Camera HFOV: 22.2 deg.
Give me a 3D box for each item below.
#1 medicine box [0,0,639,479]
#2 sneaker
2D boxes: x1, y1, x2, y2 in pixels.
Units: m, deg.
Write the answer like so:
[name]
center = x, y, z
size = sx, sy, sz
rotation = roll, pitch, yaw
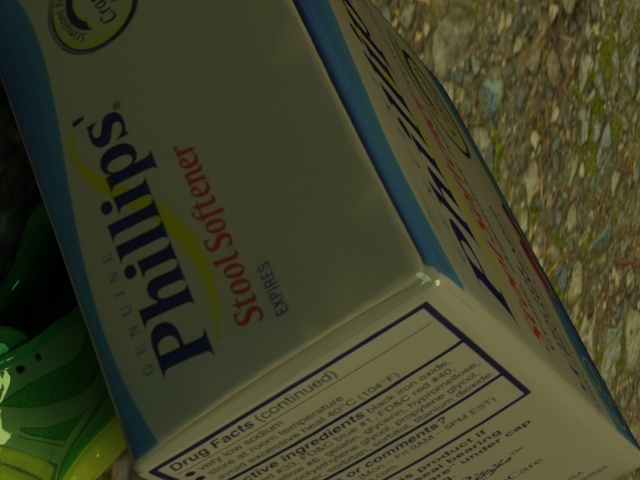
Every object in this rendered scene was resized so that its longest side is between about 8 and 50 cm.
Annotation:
[medicine box]
center = 0.000, 0.000, 0.785
size = 0.289, 0.149, 0.263
rotation = 40, 21, -57
[sneaker]
center = -0.161, 0.097, 0.722
size = 0.123, 0.109, 0.295
rotation = 62, 37, -36
